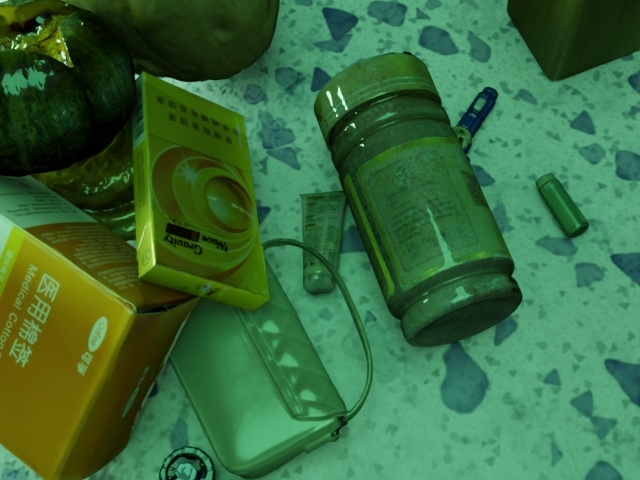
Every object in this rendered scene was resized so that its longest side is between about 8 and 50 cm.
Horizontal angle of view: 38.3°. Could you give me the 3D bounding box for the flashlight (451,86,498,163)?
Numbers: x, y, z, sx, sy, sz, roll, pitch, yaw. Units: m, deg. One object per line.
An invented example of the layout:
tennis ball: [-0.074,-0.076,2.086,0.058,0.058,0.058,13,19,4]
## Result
flashlight: [0.191,-0.150,1.183,0.057,0.035,0.121,30,72,16]

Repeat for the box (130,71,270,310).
box: [-0.140,-0.057,1.044,0.152,0.043,0.269,19,48,-36]

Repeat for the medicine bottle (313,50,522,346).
medicine bottle: [0.111,-0.048,1.081,0.151,0.151,0.322,-18,67,-4]

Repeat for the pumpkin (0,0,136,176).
pumpkin: [-0.322,-0.167,1.022,0.238,0.159,0.238,-6,40,5]

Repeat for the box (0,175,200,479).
box: [-0.329,0.072,1.015,0.341,0.143,0.225,33,106,17]

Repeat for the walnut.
walnut: [-0.195,-0.336,1.150,0.277,0.313,0.252,0,60,29]

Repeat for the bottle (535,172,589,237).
bottle: [0.296,-0.044,1.132,0.030,0.030,0.083,-25,66,-7]

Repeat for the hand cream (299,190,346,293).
hand cream: [0.000,0.000,1.135,0.061,0.039,0.143,-4,58,13]

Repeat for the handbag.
handbag: [-0.055,0.124,1.050,0.219,0.079,0.256,-29,67,-2]

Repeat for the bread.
bread: [-0.269,-0.110,1.151,0.236,0.120,0.198,26,65,13]

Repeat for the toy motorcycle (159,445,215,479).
toy motorcycle: [-0.173,0.321,0.986,0.114,0.076,0.205,40,73,9]

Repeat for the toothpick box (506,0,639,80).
toothpick box: [0.336,-0.353,1.114,0.187,0.308,0.190,-23,68,-6]
